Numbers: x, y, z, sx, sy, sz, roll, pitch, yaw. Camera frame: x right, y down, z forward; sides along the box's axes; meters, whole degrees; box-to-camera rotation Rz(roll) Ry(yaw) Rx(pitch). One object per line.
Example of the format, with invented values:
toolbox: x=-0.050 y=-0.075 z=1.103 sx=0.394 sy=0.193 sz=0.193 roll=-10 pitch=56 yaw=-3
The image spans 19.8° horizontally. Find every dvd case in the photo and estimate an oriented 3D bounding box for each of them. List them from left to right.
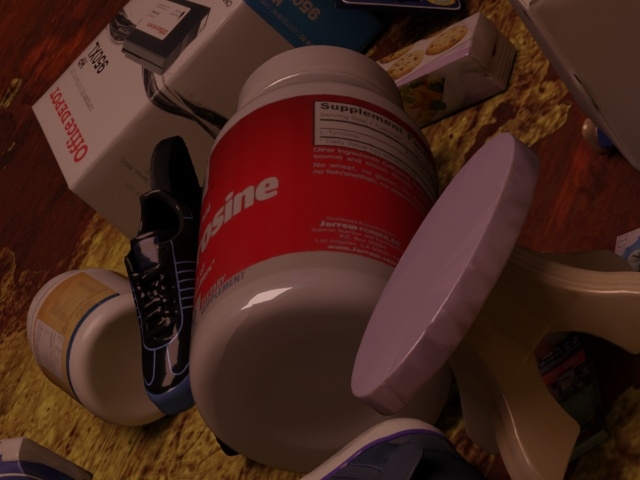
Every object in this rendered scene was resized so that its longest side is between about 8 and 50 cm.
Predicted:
dvd case: x=0.190 y=0.138 z=1.492 sx=0.087 sy=0.013 sz=0.119 roll=-37 pitch=29 yaw=23

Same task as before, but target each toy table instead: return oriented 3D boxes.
toy table: x=0.148 y=0.058 z=1.401 sx=0.274 sy=0.161 sz=0.252 roll=-59 pitch=10 yaw=-32

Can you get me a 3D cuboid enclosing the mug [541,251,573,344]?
mug: x=0.201 y=0.054 z=1.546 sx=0.062 sy=0.078 sz=0.064 roll=29 pitch=89 yaw=29

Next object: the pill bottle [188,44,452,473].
pill bottle: x=0.000 y=0.000 z=1.705 sx=0.229 sy=0.229 sz=0.408 roll=-36 pitch=31 yaw=25

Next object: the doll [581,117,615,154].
doll: x=0.315 y=-0.124 z=1.590 sx=0.189 sy=0.046 sz=0.129 roll=-7 pitch=51 yaw=53

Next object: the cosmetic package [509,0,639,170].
cosmetic package: x=0.339 y=-0.253 z=1.497 sx=0.365 sy=0.197 sz=0.155 roll=-34 pitch=31 yaw=6

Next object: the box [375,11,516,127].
box: x=0.066 y=-0.149 z=1.963 sx=0.324 sy=0.063 sz=0.067 roll=-21 pitch=38 yaw=43

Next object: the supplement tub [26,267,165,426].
supplement tub: x=-0.232 y=0.110 z=1.996 sx=0.144 sy=0.144 sz=0.199 roll=-54 pitch=28 yaw=-7

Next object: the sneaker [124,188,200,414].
sneaker: x=-0.147 y=0.054 z=1.720 sx=0.081 sy=0.090 sz=0.232 roll=-24 pitch=42 yaw=21

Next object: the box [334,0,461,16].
box: x=0.080 y=-0.307 z=2.072 sx=0.225 sy=0.136 sz=0.037 roll=-95 pitch=10 yaw=-55

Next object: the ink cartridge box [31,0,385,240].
ink cartridge box: x=-0.147 y=-0.209 z=2.232 sx=0.395 sy=0.166 sz=0.285 roll=-47 pitch=29 yaw=6

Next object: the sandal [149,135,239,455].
sandal: x=-0.091 y=0.044 z=1.901 sx=0.107 sy=0.168 sz=0.446 roll=-20 pitch=41 yaw=2

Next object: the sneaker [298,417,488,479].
sneaker: x=0.010 y=0.295 z=1.437 sx=0.323 sy=0.130 sz=0.236 roll=-41 pitch=25 yaw=5

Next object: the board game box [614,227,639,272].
board game box: x=0.278 y=0.021 z=1.497 sx=0.090 sy=0.020 sz=0.090 roll=-25 pitch=36 yaw=40

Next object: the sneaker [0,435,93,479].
sneaker: x=-0.367 y=0.347 z=1.949 sx=0.315 sy=0.127 sz=0.182 roll=-34 pitch=35 yaw=40
